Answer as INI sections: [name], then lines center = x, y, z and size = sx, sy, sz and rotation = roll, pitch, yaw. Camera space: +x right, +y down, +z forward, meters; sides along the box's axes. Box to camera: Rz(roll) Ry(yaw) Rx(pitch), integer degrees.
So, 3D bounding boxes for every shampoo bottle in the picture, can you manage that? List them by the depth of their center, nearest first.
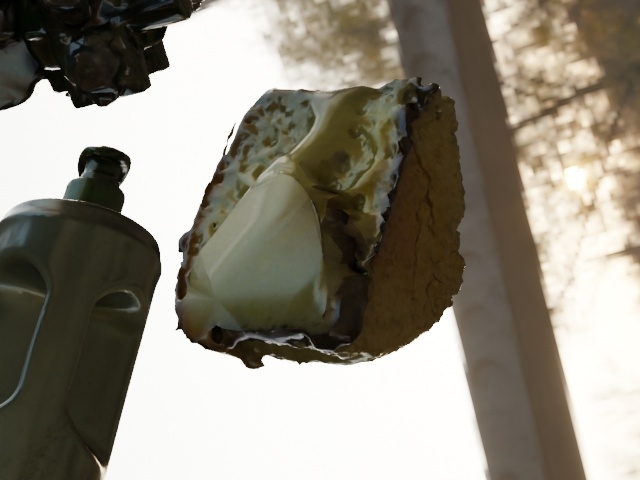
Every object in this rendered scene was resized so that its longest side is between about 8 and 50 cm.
[shampoo bottle]
center = -0.133, 0.057, 0.745
size = 0.118, 0.087, 0.234
rotation = 127, 158, -62

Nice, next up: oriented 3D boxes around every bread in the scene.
[bread]
center = 0.000, 0.000, 1.214
size = 0.163, 0.204, 0.262
rotation = 57, -133, -45

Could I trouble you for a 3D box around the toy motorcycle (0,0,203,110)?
[toy motorcycle]
center = -0.163, -0.132, 0.622
size = 0.127, 0.275, 0.205
rotation = -60, -46, -69
